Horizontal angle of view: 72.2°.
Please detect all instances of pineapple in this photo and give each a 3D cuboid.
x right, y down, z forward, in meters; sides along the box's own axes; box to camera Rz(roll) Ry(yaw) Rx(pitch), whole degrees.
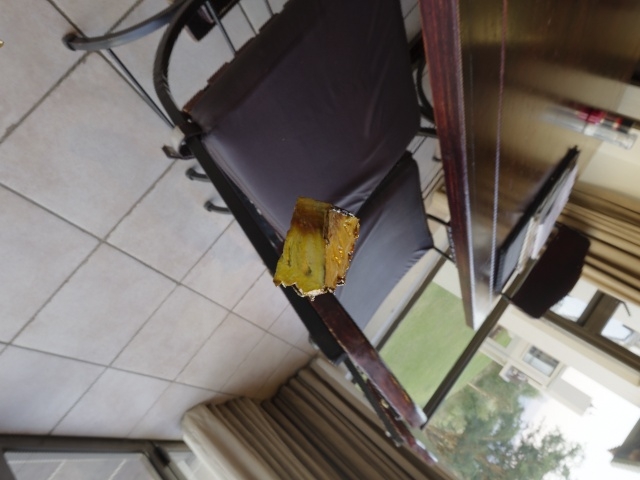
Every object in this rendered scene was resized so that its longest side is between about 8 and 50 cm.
[{"bbox_3d":[0.000,0.000,0.869,0.186,0.115,0.236,78,32,-43],"label":"pineapple"}]

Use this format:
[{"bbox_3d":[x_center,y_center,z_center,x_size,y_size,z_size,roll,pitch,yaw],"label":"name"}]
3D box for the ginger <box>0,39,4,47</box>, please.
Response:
[{"bbox_3d":[-0.604,-0.283,0.662,0.193,0.115,0.122,-3,98,-78],"label":"ginger"}]
